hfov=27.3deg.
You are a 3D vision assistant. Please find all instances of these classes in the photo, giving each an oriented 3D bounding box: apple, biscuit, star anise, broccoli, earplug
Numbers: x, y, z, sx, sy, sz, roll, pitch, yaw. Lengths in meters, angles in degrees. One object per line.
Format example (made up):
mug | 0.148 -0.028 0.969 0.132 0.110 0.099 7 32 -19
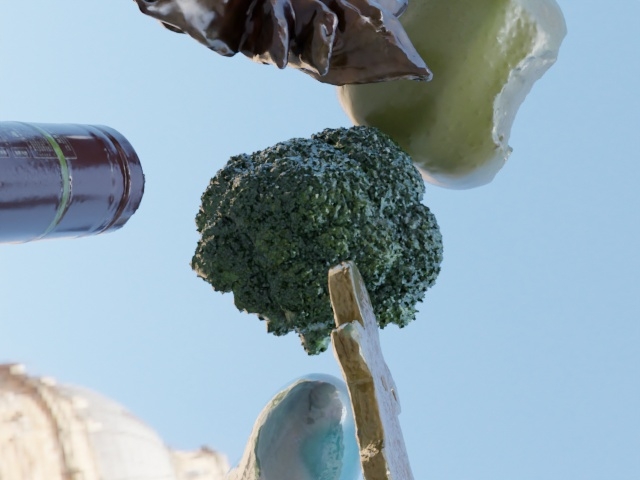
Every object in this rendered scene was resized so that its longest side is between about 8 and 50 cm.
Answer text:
apple | 0.147 -0.200 1.523 0.279 0.279 0.279 2 -88 49
biscuit | 0.041 0.123 1.100 0.030 0.153 0.234 -17 -119 7
star anise | -0.057 -0.223 1.168 0.349 0.292 0.109 21 -74 4
broccoli | 0.000 0.000 1.364 0.269 0.261 0.242 39 -27 17
earplug | -0.020 0.262 1.634 0.185 0.185 0.324 61 -25 28

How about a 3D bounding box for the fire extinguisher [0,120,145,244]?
fire extinguisher | -0.272 -0.046 0.967 0.141 0.341 0.105 1 -87 26
